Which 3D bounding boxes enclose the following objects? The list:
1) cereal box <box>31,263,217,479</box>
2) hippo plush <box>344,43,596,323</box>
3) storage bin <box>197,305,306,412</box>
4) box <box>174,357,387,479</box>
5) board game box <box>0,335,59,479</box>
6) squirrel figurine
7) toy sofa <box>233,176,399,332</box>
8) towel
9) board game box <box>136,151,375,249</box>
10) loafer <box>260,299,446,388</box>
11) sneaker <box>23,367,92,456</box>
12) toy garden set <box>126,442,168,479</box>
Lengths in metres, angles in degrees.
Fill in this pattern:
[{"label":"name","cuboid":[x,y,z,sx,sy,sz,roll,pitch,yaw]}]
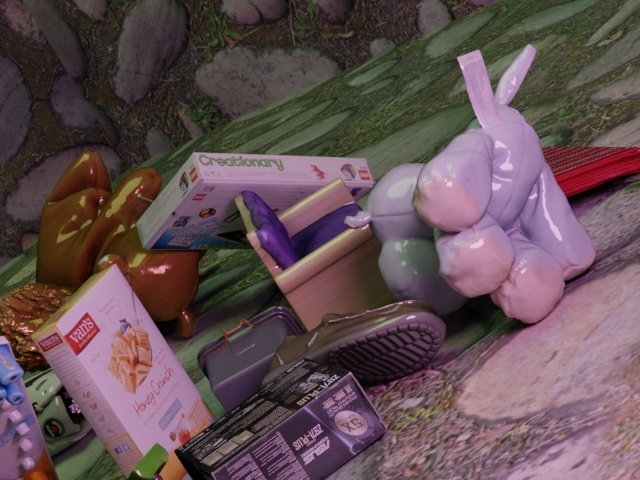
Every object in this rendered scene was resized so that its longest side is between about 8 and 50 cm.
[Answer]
[{"label":"cereal box","cuboid":[-0.224,0.165,1.984,0.047,0.240,0.173,-25,14,26]},{"label":"hippo plush","cuboid":[0.128,-0.030,1.853,0.236,0.294,0.234,-23,-7,42]},{"label":"storage bin","cuboid":[-0.080,0.152,2.066,0.135,0.098,0.091,-30,23,6]},{"label":"box","cuboid":[-0.044,0.209,1.765,0.180,0.077,0.147,-35,13,-16]},{"label":"board game box","cuboid":[-0.468,0.320,1.883,0.390,0.050,0.390,-36,-26,-19]},{"label":"squirrel figurine","cuboid":[-0.326,0.080,2.663,0.397,0.281,0.370,-47,25,-8]},{"label":"toy sofa","cuboid":[0.000,0.000,2.253,0.150,0.177,0.362,-32,12,0]},{"label":"towel","cuboid":[0.270,-0.078,2.156,0.199,0.031,0.275,-19,9,-15]},{"label":"board game box","cuboid":[-0.095,-0.054,2.494,0.305,0.053,0.193,0,-31,-36]},{"label":"loafer","cuboid":[0.032,0.110,1.886,0.251,0.094,0.087,-23,46,36]},{"label":"sneaker","cuboid":[-0.404,0.253,2.338,0.330,0.122,0.146,-36,11,-18]},{"label":"toy garden set","cuboid":[-0.241,0.341,1.692,0.244,0.049,0.204,-50,-4,-40]}]
